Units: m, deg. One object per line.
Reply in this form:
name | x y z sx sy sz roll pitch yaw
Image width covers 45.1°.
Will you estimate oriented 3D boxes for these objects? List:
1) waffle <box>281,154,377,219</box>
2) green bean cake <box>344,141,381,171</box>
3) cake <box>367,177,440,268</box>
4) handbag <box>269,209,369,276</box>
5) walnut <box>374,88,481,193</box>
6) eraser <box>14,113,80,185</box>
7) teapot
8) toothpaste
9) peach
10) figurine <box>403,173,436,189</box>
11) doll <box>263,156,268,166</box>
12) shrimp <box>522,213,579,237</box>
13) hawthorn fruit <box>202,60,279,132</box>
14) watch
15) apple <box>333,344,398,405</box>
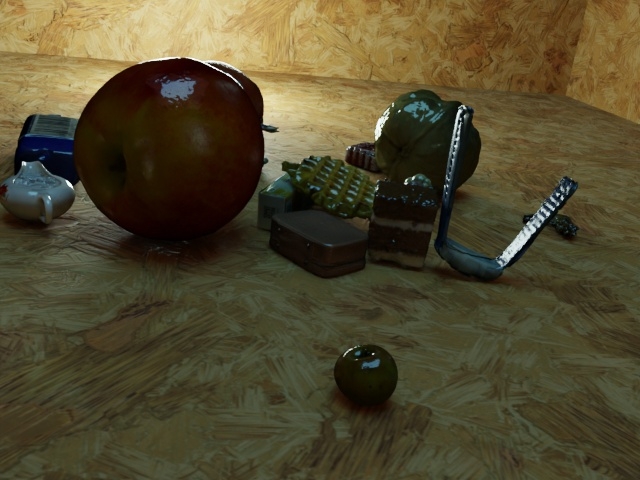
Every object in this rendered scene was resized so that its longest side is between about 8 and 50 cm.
waffle | 0.046 -0.116 1.723 0.245 0.052 0.254 3 32 -37
green bean cake | 0.155 -0.246 2.249 0.135 0.056 0.135 23 27 35
cake | 0.165 -0.034 1.577 0.135 0.147 0.134 9 23 3
handbag | 0.000 0.000 1.543 0.151 0.072 0.193 -12 26 -40
walnut | 0.282 -0.261 2.053 0.282 0.253 0.277 18 26 22
eraser | -0.641 -0.220 1.853 0.155 0.101 0.332 3 23 -17
teapot | -0.563 -0.084 1.540 0.145 0.092 0.226 -9 28 -30
toothpaste | -0.058 -0.107 1.776 0.071 0.089 0.313 9 21 15
peach | -0.281 -0.180 1.524 0.388 0.388 0.388 6 21 -3
figurine | 0.205 -0.096 1.826 0.147 0.093 0.197 -10 10 32
doll | -0.185 -0.211 2.054 0.083 0.050 0.076 -7 40 -36
shrimp | 0.565 -0.045 1.899 0.124 0.034 0.178 6 19 3
hawthorn fruit | -0.256 -0.339 2.073 0.307 0.276 0.276 19 23 15
watch | 0.310 -0.077 1.504 0.276 0.274 0.068 33 17 -9
apple | 0.063 0.187 1.074 0.089 0.074 0.089 4 21 -2
